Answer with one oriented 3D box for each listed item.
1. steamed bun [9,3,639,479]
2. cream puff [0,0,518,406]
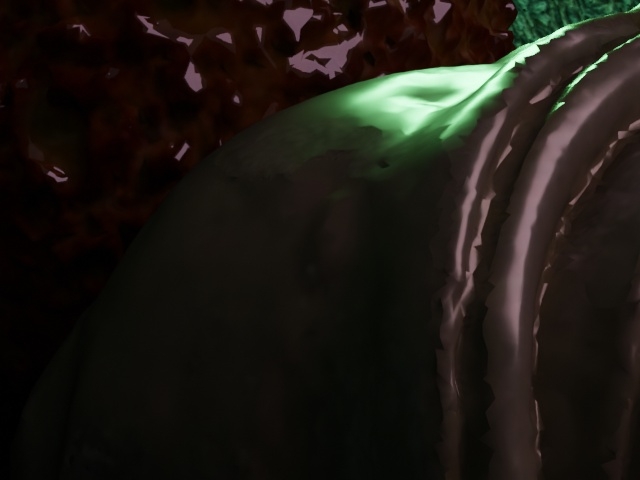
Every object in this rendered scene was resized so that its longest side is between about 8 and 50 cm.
[{"bbox_3d":[0.100,0.092,0.416,0.219,0.309,0.324,-12,-76,62],"label":"steamed bun"},{"bbox_3d":[-0.042,-0.066,0.605,0.350,0.228,0.350,31,47,-40],"label":"cream puff"}]
